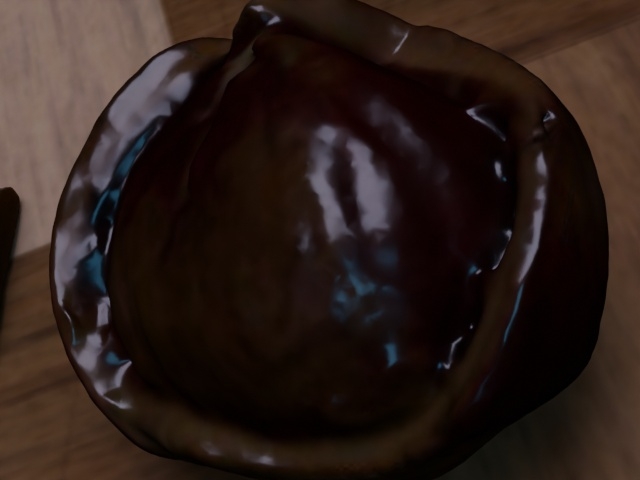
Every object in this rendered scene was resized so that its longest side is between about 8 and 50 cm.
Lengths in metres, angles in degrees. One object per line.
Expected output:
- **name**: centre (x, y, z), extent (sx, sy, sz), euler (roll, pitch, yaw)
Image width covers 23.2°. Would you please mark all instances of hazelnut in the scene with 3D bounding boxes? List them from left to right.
- **hazelnut**: centre (0.000, 0.008, 0.555), extent (0.202, 0.160, 0.170), euler (-4, 56, 10)

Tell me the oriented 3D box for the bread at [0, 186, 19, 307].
- **bread**: centre (-0.164, 0.009, 0.674), extent (0.043, 0.062, 0.109), euler (-6, 57, 14)
